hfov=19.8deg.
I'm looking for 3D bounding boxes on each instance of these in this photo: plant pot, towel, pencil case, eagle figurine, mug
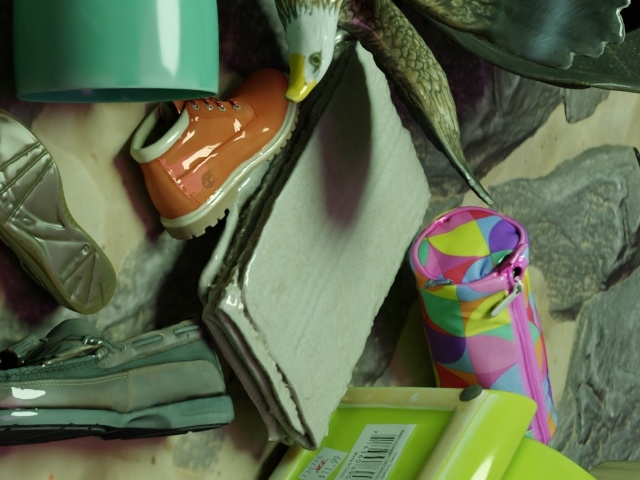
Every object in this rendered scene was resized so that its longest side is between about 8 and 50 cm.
[{"bbox_3d":[0.076,0.235,1.367,0.228,0.227,0.207,-54,125,-34],"label":"plant pot"},{"bbox_3d":[0.000,0.000,1.373,0.282,0.049,0.187,-63,143,-35],"label":"towel"},{"bbox_3d":[0.136,0.084,1.495,0.104,0.104,0.236,-53,143,-36],"label":"pencil case"},{"bbox_3d":[0.031,-0.172,1.246,0.298,0.226,0.225,19,92,-11],"label":"eagle figurine"},{"bbox_3d":[-0.135,-0.139,1.164,0.129,0.157,0.097,-2,91,-28],"label":"mug"}]

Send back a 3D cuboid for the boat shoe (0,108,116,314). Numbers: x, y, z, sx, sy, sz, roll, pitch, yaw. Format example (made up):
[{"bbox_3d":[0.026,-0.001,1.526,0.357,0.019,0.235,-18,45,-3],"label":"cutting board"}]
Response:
[{"bbox_3d":[-0.186,-0.018,1.164,0.056,0.048,0.153,-47,121,-25],"label":"boat shoe"}]

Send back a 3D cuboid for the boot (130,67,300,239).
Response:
[{"bbox_3d":[-0.073,-0.083,1.289,0.158,0.059,0.085,-54,126,-34],"label":"boot"}]

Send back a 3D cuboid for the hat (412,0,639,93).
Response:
[{"bbox_3d":[0.181,-0.208,1.495,0.331,0.331,0.134,-52,169,-36],"label":"hat"}]

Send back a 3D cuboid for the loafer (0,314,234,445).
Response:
[{"bbox_3d":[-0.154,0.087,1.180,0.267,0.096,0.084,9,72,-59],"label":"loafer"}]

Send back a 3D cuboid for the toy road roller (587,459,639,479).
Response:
[{"bbox_3d":[0.230,0.314,1.588,0.240,0.202,0.329,41,62,-32],"label":"toy road roller"}]
